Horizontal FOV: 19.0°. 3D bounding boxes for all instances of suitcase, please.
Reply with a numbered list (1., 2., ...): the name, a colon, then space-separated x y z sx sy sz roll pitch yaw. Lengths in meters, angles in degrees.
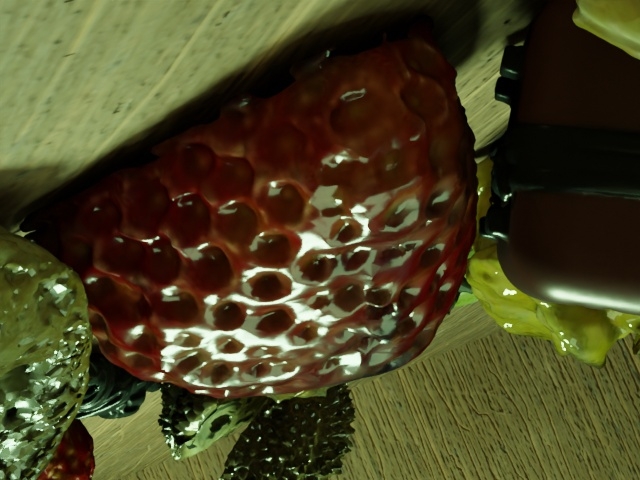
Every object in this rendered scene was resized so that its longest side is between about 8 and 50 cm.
1. suitcase: 0.206 -0.037 1.010 0.236 0.161 0.297 6 179 3

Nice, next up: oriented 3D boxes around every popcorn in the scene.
1. popcorn: 0.215 -0.007 1.437 0.250 0.190 0.250 -21 165 -6

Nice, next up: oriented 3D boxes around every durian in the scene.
1. durian: -0.049 0.148 1.735 0.196 0.196 0.167 -25 -173 16

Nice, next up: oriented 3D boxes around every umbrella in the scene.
1. umbrella: -0.191 0.127 1.660 0.066 0.059 0.235 -40 173 1

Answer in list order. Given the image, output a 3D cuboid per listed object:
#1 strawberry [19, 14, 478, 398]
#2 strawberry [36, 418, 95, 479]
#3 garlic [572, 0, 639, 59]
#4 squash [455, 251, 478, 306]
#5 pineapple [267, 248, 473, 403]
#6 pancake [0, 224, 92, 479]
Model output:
1. strawberry: 0.007 0.000 1.040 0.280 0.150 0.253 -27 170 38
2. strawberry: -0.330 0.281 1.676 0.351 0.267 0.312 -50 160 11
3. garlic: 0.219 -0.145 0.832 0.245 0.145 0.164 -20 -158 -37
4. squash: 0.180 -0.013 1.682 0.250 0.083 0.083 -30 169 32
5. pineapple: 0.028 0.038 1.493 0.128 0.128 0.248 -29 176 39
6. pancake: -0.289 0.117 0.967 0.387 0.082 0.387 -27 152 -16
